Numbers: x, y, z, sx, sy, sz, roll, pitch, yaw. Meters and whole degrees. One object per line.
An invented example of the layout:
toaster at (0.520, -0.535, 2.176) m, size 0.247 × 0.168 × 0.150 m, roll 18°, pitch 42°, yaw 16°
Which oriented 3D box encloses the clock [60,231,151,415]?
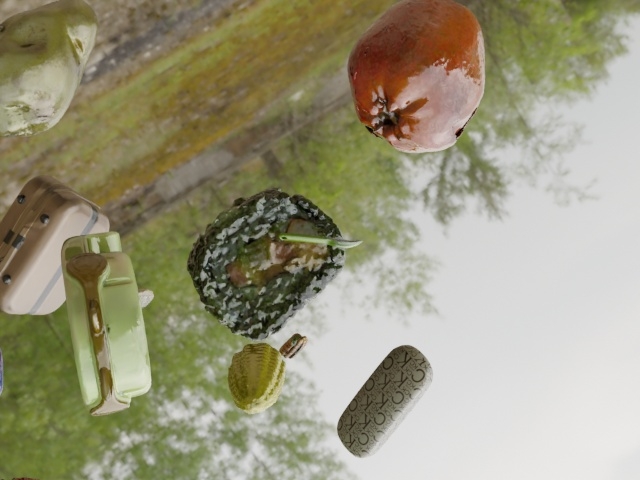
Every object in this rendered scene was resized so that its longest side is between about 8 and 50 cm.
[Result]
clock at (-0.360, 0.145, 1.520) m, size 0.117 × 0.286 × 0.348 m, roll -9°, pitch -168°, yaw -15°

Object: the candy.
candy at (-0.114, 0.250, 1.591) m, size 0.106 × 0.094 × 0.199 m, roll -2°, pitch -170°, yaw -1°

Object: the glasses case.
glasses case at (0.165, 0.425, 2.367) m, size 0.085 × 0.137 × 0.355 m, roll -3°, pitch 132°, yaw -53°

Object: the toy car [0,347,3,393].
toy car at (-0.886, 0.319, 2.280) m, size 0.172 × 0.235 × 0.158 m, roll 18°, pitch 134°, yaw -38°

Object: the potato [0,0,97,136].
potato at (-0.587, -0.367, 1.874) m, size 0.351 × 0.202 × 0.218 m, roll -61°, pitch 175°, yaw -27°

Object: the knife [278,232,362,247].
knife at (0.000, 0.000, 1.965) m, size 0.184 × 0.022 × 0.026 m, roll 6°, pitch -137°, yaw -1°

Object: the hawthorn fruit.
hawthorn fruit at (0.159, -0.283, 1.378) m, size 0.211 × 0.211 × 0.299 m, roll -24°, pitch -138°, yaw 59°

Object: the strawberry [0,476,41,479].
strawberry at (-0.493, 0.477, 1.562) m, size 0.236 × 0.190 × 0.111 m, roll 12°, pitch -156°, yaw 42°

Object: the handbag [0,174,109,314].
handbag at (-0.607, 0.024, 2.030) m, size 0.302 × 0.149 × 0.283 m, roll -58°, pitch 160°, yaw 0°

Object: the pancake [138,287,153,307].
pancake at (-0.513, 0.169, 2.380) m, size 0.158 × 0.028 × 0.158 m, roll -26°, pitch 168°, yaw -6°

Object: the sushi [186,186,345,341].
sushi at (-0.132, 0.043, 2.074) m, size 0.352 × 0.294 × 0.178 m, roll -41°, pitch -172°, yaw -8°

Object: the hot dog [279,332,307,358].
hot dog at (-0.067, 0.261, 2.198) m, size 0.122 × 0.049 × 0.037 m, roll 127°, pitch -22°, yaw -55°
